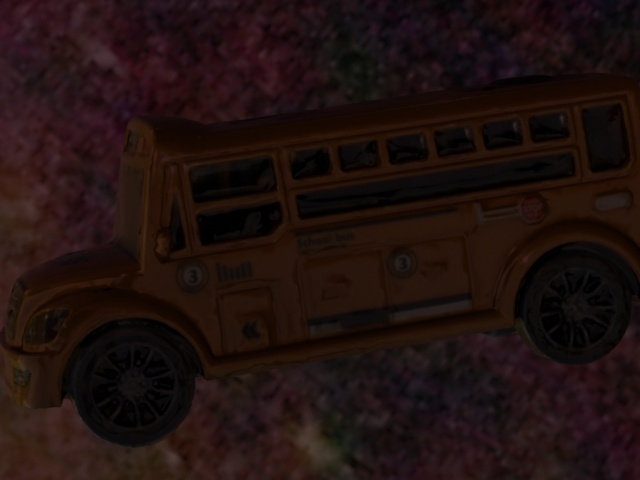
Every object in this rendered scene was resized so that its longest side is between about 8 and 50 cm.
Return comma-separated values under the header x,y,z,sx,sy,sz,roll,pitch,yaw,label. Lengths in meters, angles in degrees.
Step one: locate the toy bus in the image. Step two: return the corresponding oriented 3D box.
x,y,z,sx,sy,sz,roll,pitch,yaw,label
0.000,0.000,0.531,0.083,0.195,0.088,-161,62,-76,toy bus
